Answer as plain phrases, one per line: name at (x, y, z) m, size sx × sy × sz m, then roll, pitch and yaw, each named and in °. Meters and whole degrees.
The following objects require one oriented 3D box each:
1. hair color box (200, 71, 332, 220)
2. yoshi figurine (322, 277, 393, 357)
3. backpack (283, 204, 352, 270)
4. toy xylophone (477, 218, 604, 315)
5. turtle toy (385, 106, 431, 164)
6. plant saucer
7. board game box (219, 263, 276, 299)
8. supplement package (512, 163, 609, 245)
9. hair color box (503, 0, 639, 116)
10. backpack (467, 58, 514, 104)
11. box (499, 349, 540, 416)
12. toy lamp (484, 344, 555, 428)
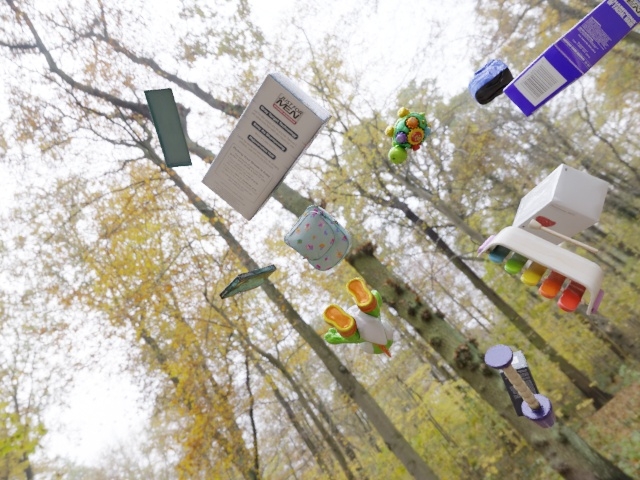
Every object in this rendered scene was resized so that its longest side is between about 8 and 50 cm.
hair color box at (-0.145, -0.235, 1.048) m, size 0.347 × 0.174 × 0.105 m, roll -48°, pitch 5°, yaw 29°
yoshi figurine at (0.121, 0.245, 1.258) m, size 0.204 × 0.202 × 0.362 m, roll -8°, pitch -33°, yaw 21°
backpack at (0.000, 0.000, 1.252) m, size 0.165 × 0.188 × 0.144 m, roll -50°, pitch 0°, yaw 7°
toy xylophone at (0.611, 0.054, 1.090) m, size 0.236 × 0.323 × 0.081 m, roll -24°, pitch -42°, yaw -35°
turtle toy at (0.202, -0.237, 0.935) m, size 0.095 × 0.066 × 0.130 m, roll 21°, pitch -63°, yaw -28°
plant saucer at (-0.364, -0.269, 0.977) m, size 0.067 × 0.018 × 0.191 m, roll -6°, pitch -56°, yaw 0°
board game box at (-0.251, 0.143, 1.415) m, size 0.126 × 0.026 × 0.186 m, roll -44°, pitch -16°, yaw 31°
supplement package at (0.894, -0.119, 1.532) m, size 0.175 × 0.178 × 0.293 m, roll -62°, pitch -8°, yaw -19°
hair color box at (0.652, -0.482, 1.037) m, size 0.339 × 0.110 × 0.185 m, roll -42°, pitch -2°, yaw -19°
backpack at (0.526, -0.493, 1.266) m, size 0.120 × 0.101 × 0.098 m, roll -40°, pitch -45°, yaw 23°
box at (0.679, 0.483, 1.374) m, size 0.093 × 0.158 × 0.156 m, roll -23°, pitch -5°, yaw 20°
toy lamp at (0.527, 0.385, 1.046) m, size 0.080 × 0.080 × 0.274 m, roll -39°, pitch -71°, yaw -3°
